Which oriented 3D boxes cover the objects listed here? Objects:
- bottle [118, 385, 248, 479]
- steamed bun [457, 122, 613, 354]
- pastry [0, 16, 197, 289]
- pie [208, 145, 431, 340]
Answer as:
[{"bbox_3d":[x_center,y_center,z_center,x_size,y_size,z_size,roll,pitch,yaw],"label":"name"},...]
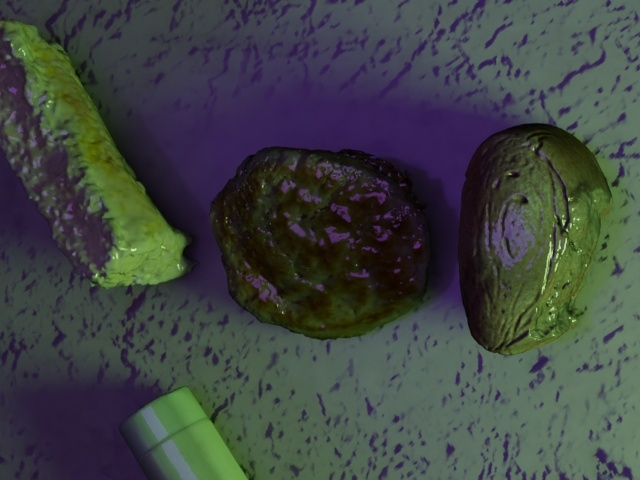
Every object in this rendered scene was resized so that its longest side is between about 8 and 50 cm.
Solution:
[{"bbox_3d":[-0.086,0.222,1.568,0.072,0.072,0.201,-36,80,14],"label":"bottle"},{"bbox_3d":[0.164,-0.002,1.457,0.106,0.145,0.175,6,96,16],"label":"steamed bun"},{"bbox_3d":[-0.210,-0.070,1.584,0.089,0.121,0.258,-37,78,8],"label":"pastry"},{"bbox_3d":[0.000,0.000,1.543,0.193,0.079,0.163,16,104,16],"label":"pie"}]
